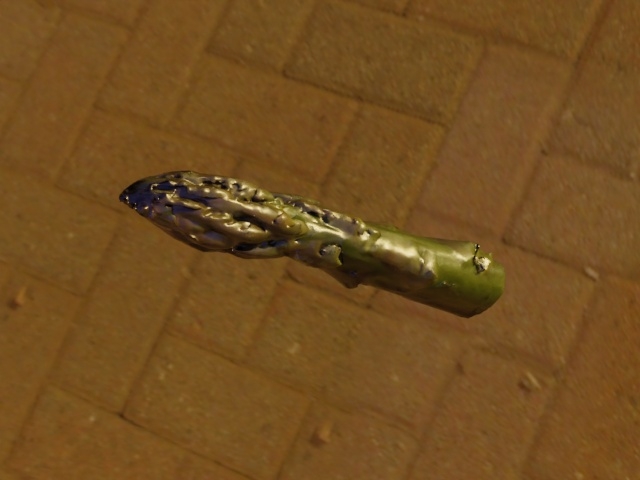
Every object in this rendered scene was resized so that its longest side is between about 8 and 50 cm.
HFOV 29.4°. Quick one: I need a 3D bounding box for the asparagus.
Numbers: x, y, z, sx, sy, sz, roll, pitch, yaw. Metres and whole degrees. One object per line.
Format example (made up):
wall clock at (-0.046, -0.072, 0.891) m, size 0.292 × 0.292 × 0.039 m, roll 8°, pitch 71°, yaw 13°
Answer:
asparagus at (0.000, 0.000, 0.463) m, size 0.036 × 0.165 × 0.030 m, roll 2°, pitch 79°, yaw 61°
